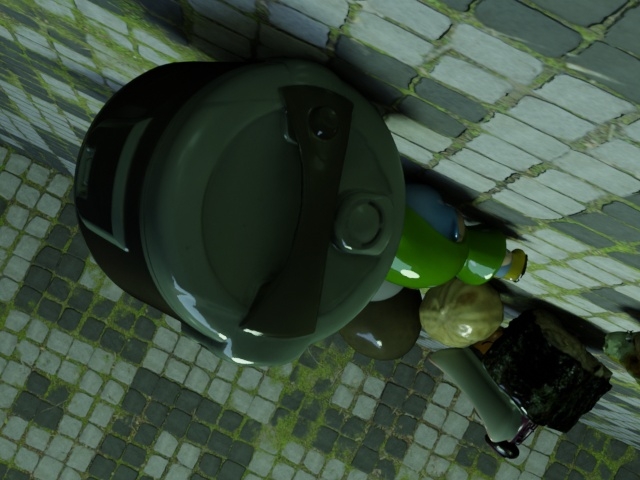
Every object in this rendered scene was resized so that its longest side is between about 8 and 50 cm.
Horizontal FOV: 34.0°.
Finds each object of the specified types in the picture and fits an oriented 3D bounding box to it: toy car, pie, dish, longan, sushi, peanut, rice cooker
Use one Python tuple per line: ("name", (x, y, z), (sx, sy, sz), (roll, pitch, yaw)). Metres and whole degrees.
("toy car", (0.448, 0.346, 2.473), (0.240, 0.271, 0.341), (42, 179, 20))
("pie", (0.556, 0.192, 1.544), (0.257, 0.105, 0.274), (16, 173, 0))
("dish", (0.317, 0.287, 2.038), (0.212, 0.077, 0.151), (53, -168, 22))
("longan", (0.114, 0.135, 2.090), (0.198, 0.212, 0.198), (0, 157, 0))
("sushi", (0.430, 0.242, 1.985), (0.211, 0.171, 0.350), (52, -171, 26))
("peanut", (0.258, 0.135, 1.992), (0.148, 0.147, 0.319), (25, 175, 1))
("rice cooker", (-0.093, -0.042, 1.186), (0.335, 0.335, 0.325), (31, 173, -35))

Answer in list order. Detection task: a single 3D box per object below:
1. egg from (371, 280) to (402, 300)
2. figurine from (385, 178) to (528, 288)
("egg", (0.063, 0.019, 1.776), (0.199, 0.146, 0.146), (41, 171, -3))
("figurine", (0.162, 0.004, 1.440), (0.263, 0.143, 0.162), (17, -177, -27))
